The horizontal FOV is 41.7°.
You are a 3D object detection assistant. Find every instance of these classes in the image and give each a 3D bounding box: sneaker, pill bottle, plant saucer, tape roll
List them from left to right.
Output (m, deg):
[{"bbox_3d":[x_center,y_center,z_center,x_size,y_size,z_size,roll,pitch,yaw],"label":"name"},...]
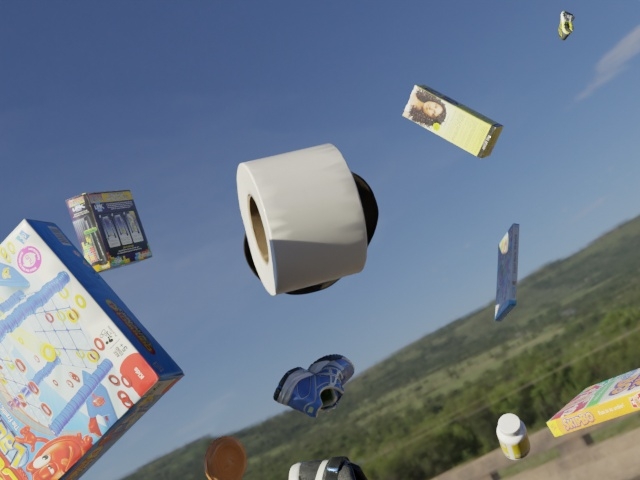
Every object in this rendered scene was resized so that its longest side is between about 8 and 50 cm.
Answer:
[{"bbox_3d":[-0.154,0.364,1.383,0.083,0.083,0.013,-14,-1,-44],"label":"plant saucer"},{"bbox_3d":[-0.036,-0.039,1.505,0.169,0.246,0.246,-14,-16,-13],"label":"tape roll"},{"bbox_3d":[0.005,0.252,1.423,0.211,0.081,0.080,-14,-50,-58],"label":"sneaker"},{"bbox_3d":[0.028,0.409,1.165,0.121,0.217,0.079,-17,-19,21],"label":"sneaker"},{"bbox_3d":[0.423,0.429,1.846,0.065,0.065,0.116,-27,-44,-1],"label":"pill bottle"},{"bbox_3d":[0.531,-0.469,1.832,0.035,0.031,0.083,117,174,-48],"label":"sneaker"}]

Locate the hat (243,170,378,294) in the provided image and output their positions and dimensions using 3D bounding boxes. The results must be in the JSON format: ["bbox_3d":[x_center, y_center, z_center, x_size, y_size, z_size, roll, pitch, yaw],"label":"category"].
[{"bbox_3d":[0.000,0.000,1.875,0.331,0.331,0.134,-25,30,-9],"label":"hat"}]

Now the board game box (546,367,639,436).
[{"bbox_3d":[0.473,0.232,1.288,0.124,0.039,0.259,-26,-7,-36],"label":"board game box"}]

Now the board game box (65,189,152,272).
[{"bbox_3d":[-0.389,-0.019,1.557,0.048,0.141,0.170,-20,0,15],"label":"board game box"}]

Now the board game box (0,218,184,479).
[{"bbox_3d":[-0.407,0.183,1.196,0.302,0.308,0.086,-45,-12,6],"label":"board game box"}]

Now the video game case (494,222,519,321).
[{"bbox_3d":[0.367,0.064,1.654,0.015,0.166,0.119,7,-21,-1],"label":"video game case"}]

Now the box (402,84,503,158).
[{"bbox_3d":[0.317,-0.289,2.026,0.058,0.232,0.087,-22,-42,-56],"label":"box"}]
